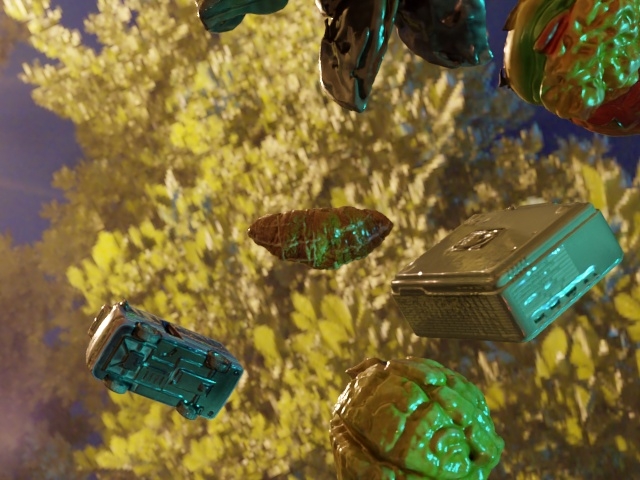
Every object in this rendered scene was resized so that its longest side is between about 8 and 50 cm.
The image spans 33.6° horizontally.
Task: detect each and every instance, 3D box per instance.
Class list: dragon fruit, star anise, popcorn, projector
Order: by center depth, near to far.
[{"bbox_3d":[0.017,-0.204,0.628,0.212,0.283,0.129,2,162,-34],"label":"star anise"},{"bbox_3d":[0.225,0.035,1.334,0.192,0.099,0.256,-35,-169,-23],"label":"projector"},{"bbox_3d":[0.121,0.288,1.485,0.224,0.270,0.258,-17,169,-23],"label":"popcorn"},{"bbox_3d":[0.503,-0.282,1.768,0.240,0.252,0.241,-2,-108,5],"label":"dragon fruit"}]

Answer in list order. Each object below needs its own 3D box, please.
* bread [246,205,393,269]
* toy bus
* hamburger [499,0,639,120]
[{"bbox_3d":[0.000,0.000,1.663,0.233,0.105,0.076,-1,-138,0],"label":"bread"},{"bbox_3d":[-0.207,0.154,1.387,0.096,0.199,0.108,-57,-146,9],"label":"toy bus"},{"bbox_3d":[0.377,-0.278,1.488,0.237,0.237,0.149,-38,-130,-23],"label":"hamburger"}]
